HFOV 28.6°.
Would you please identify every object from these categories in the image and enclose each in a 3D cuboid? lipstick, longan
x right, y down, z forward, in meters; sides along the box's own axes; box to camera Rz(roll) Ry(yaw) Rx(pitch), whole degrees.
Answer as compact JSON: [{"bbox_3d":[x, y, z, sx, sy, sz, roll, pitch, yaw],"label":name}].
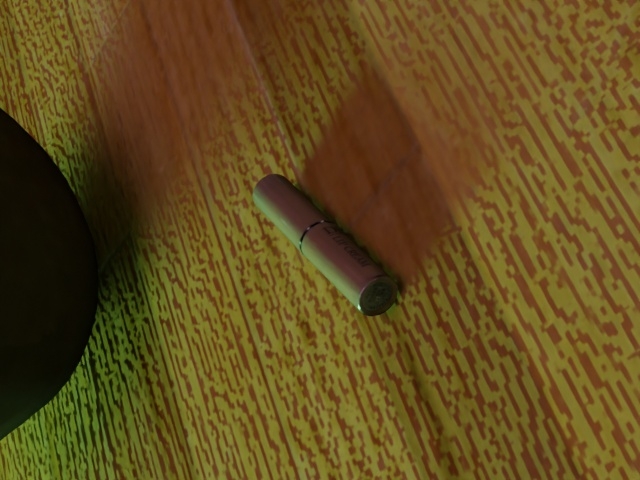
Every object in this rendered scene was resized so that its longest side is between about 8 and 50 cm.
[{"bbox_3d":[0.000,0.000,0.506,0.094,0.019,0.019,44,115,49],"label":"lipstick"},{"bbox_3d":[-0.235,0.016,0.637,0.246,0.246,0.215,6,92,54],"label":"longan"}]
